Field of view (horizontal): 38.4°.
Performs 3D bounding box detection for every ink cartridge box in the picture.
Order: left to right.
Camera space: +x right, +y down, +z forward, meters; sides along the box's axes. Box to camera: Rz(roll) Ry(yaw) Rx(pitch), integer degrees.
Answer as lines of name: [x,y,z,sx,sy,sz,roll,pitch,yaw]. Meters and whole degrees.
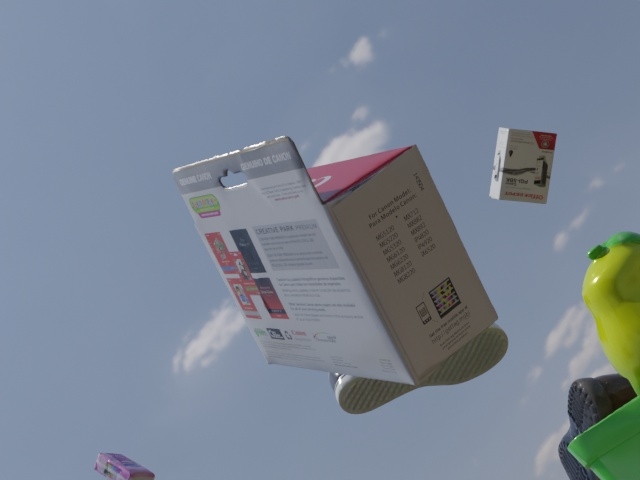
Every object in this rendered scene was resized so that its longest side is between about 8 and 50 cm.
ink cartridge box: [0.000,0.000,0.998,0.130,0.309,0.272,-34,-75,-28]
ink cartridge box: [0.380,-0.140,1.722,0.056,0.099,0.135,-133,48,-77]

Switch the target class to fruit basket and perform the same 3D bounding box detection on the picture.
fruit basket: [0.484,0.166,1.176,0.283,0.392,0.392,26,-81,-50]

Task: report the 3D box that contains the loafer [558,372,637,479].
loafer: [0.468,0.331,1.455,0.130,0.134,0.366,-18,-38,-4]

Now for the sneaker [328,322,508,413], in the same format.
sneaker: [0.165,0.195,1.630,0.321,0.127,0.126,-16,-59,-9]

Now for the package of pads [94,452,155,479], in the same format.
package of pads: [-0.288,0.340,1.351,0.050,0.083,0.032,23,-95,-48]
